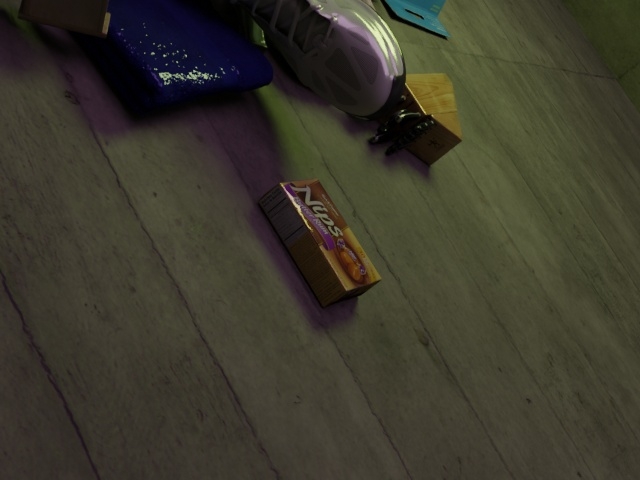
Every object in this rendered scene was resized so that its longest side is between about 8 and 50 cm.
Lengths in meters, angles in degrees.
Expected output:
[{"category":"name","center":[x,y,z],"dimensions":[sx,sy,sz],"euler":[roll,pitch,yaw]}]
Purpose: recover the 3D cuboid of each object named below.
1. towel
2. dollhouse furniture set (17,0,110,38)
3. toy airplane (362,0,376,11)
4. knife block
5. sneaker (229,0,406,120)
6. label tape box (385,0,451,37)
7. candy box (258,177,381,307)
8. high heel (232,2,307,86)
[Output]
[{"category":"towel","center":[-0.224,-0.287,1.592],"dimensions":[0.227,0.076,0.308],"euler":[49,29,9]},{"category":"dollhouse furniture set","center":[-0.328,-0.459,1.464],"dimensions":[0.303,0.173,0.355],"euler":[11,46,-14]},{"category":"toy airplane","center":[-0.020,-0.522,1.922],"dimensions":[0.386,0.272,0.384],"euler":[60,1,37]},{"category":"knife block","center":[0.152,-0.265,2.059],"dimensions":[0.242,0.088,0.275],"euler":[34,34,-29]},{"category":"sneaker","center":[-0.077,-0.350,1.662],"dimensions":[0.447,0.169,0.257],"euler":[50,29,18]},{"category":"label tape box","center":[0.197,-0.656,2.530],"dimensions":[0.249,0.115,0.347],"euler":[6,51,-51]},{"category":"candy box","center":[0.000,0.000,1.595],"dimensions":[0.109,0.053,0.186],"euler":[-12,69,-58]},{"category":"high heel","center":[-0.035,-0.369,1.905],"dimensions":[0.261,0.093,0.186],"euler":[15,51,-34]}]
